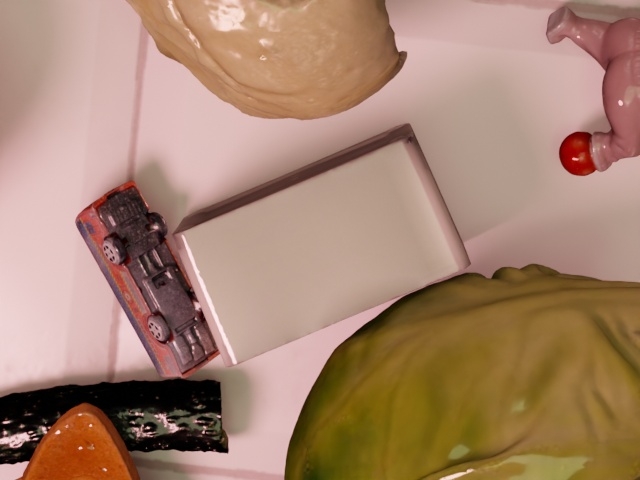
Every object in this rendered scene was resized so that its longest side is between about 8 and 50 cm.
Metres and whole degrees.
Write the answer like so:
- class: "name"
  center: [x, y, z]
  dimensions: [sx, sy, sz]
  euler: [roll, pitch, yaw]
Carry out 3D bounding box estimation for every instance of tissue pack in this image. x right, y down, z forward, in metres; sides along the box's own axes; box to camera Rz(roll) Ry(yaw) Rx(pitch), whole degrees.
- class: "tissue pack"
  center: [0.000, 0.000, 1.849]
  dimensions: [0.246, 0.159, 0.136]
  euler: [-23, 96, 5]

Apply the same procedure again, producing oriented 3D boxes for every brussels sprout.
- class: "brussels sprout"
  center: [0.149, 0.239, 1.788]
  dimensions: [0.361, 0.342, 0.425]
  euler: [-3, 97, -4]

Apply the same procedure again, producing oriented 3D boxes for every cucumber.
- class: "cucumber"
  center: [-0.242, 0.180, 1.920]
  dimensions: [0.303, 0.072, 0.081]
  euler: [-3, 100, 1]

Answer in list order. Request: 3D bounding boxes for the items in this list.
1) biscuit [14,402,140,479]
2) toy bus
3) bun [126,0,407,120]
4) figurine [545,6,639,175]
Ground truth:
- class: "biscuit"
  center: [-0.234, 0.272, 1.913]
  dimensions: [0.183, 0.043, 0.280]
  euler: [3, 118, -1]
- class: "toy bus"
  center: [-0.167, 0.040, 1.893]
  dimensions: [0.065, 0.077, 0.192]
  euler: [-33, 100, -32]
- class: "bun"
  center: [-0.082, -0.260, 1.702]
  dimensions: [0.202, 0.364, 0.364]
  euler: [-27, 98, -1]
- class: "figurine"
  center: [0.360, -0.151, 1.843]
  dimensions: [0.287, 0.176, 0.186]
  euler: [-8, 141, 17]
